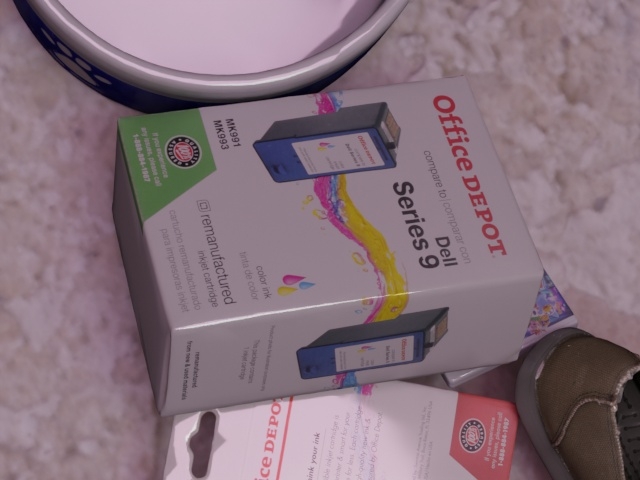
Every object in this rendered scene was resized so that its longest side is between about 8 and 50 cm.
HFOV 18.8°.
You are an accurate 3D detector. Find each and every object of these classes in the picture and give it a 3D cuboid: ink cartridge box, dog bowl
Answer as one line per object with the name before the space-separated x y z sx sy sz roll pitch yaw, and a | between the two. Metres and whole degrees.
ink cartridge box | 0.000 0.000 1.094 0.212 0.093 0.154 -6 54 -14
dog bowl | -0.064 -0.205 1.146 0.265 0.104 0.265 1 81 -9
ink cartridge box | 0.006 0.135 1.129 0.198 0.067 0.115 12 79 -9

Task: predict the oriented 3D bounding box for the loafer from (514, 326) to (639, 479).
loafer | 0.203 0.162 1.120 0.094 0.087 0.251 -43 109 -22

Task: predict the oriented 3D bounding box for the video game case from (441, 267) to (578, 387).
video game case | 0.086 0.021 1.161 0.087 0.011 0.122 -24 62 -12
